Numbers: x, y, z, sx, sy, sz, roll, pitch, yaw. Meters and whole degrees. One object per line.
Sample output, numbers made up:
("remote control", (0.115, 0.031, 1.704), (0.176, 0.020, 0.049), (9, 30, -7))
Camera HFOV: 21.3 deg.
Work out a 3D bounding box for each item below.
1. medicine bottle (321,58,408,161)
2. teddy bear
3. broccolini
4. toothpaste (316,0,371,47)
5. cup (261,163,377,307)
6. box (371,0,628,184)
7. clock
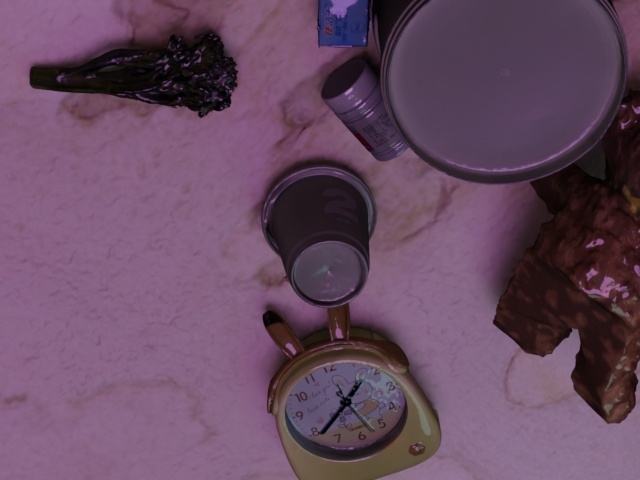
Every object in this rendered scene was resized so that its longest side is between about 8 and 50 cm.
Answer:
("medicine bottle", (0.050, -0.128, 1.668), (0.058, 0.058, 0.091), (-34, 118, 18))
("teddy bear", (0.307, 0.008, 1.706), (0.222, 0.246, 0.296), (-40, 154, -21))
("broccolini", (-0.180, -0.148, 1.641), (0.202, 0.068, 0.091), (-9, 142, 4))
("toothpaste", (0.023, -0.309, 1.545), (0.053, 0.066, 0.272), (-1, 123, -3))
("cup", (0.000, 0.000, 1.701), (0.120, 0.141, 0.120), (-1, 121, -1))
("box", (0.164, -0.182, 1.586), (0.226, 0.149, 0.226), (-1, 123, -1))
("clock", (0.024, 0.160, 1.849), (0.170, 0.069, 0.232), (-18, 121, 9))
